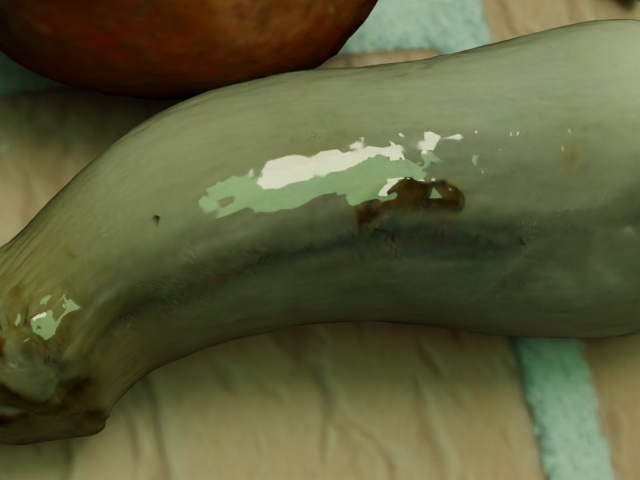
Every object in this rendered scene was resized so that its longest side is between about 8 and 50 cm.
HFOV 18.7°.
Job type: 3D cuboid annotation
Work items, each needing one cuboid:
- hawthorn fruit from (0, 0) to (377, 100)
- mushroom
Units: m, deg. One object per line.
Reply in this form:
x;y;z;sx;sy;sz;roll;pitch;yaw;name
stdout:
-0.058;-0.166;0.954;0.262;0.210;0.210;10;70;-29;hawthorn fruit
-0.001;0.000;0.928;0.397;0.177;0.126;-7;32;-15;mushroom
